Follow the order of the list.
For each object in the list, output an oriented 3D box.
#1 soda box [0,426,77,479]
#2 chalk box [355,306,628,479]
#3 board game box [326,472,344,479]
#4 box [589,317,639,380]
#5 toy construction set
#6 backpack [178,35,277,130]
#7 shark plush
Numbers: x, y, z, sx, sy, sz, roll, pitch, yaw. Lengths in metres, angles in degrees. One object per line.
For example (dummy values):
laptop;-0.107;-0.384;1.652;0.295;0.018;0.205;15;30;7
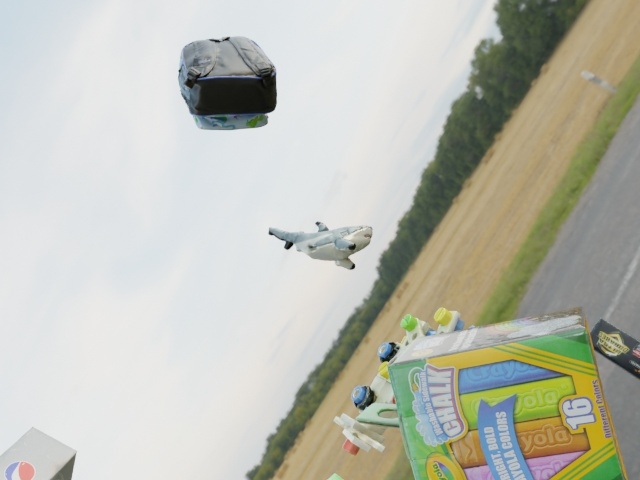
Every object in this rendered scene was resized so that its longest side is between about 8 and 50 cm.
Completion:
soda box;-0.517;0.432;1.130;0.286;0.098;0.091;-50;-17;-59
chalk box;0.193;0.204;0.862;0.289;0.179;0.180;-15;-2;19
board game box;-0.070;0.644;1.460;0.317;0.046;0.213;-26;-44;-45
box;0.521;0.208;1.068;0.175;0.220;0.051;27;-82;-52
toy construction set;0.158;0.271;1.330;0.327;0.151;0.215;-44;18;-13
backpack;-0.107;-0.176;0.798;0.114;0.105;0.084;-115;23;-48
shark plush;0.000;0.000;1.134;0.073;0.161;0.067;66;-151;-55
